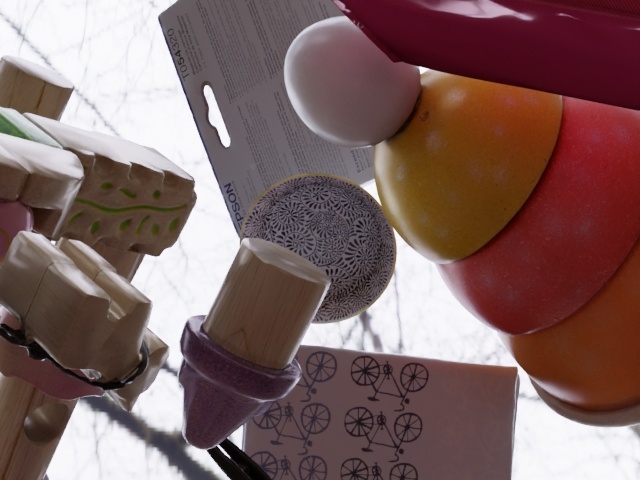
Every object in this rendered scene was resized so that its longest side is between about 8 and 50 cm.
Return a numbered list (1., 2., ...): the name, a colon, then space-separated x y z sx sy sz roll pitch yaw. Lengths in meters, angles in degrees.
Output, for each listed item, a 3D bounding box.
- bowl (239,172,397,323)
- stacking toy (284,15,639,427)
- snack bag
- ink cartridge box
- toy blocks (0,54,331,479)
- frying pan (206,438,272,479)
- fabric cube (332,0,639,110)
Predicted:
1. bowl: 0.000 0.000 1.299 0.170 0.080 0.170 1 -74 5
2. stacking toy: 0.174 -0.062 1.117 0.480 0.350 0.350 29 -69 -24
3. snack bag: 0.057 0.282 1.181 0.323 0.037 0.342 9 -99 -24
4. ink cartridge box: -0.037 -0.201 1.452 0.330 0.071 0.324 -23 -94 47
5. toy blocks: -0.193 0.065 0.490 0.288 0.309 0.260 13 -72 -52
6. frying pan: 0.037 0.283 1.066 0.053 0.197 0.326 -38 -106 26
7. fabric cube: 0.170 -0.256 0.846 0.258 0.254 0.259 16 -92 22
